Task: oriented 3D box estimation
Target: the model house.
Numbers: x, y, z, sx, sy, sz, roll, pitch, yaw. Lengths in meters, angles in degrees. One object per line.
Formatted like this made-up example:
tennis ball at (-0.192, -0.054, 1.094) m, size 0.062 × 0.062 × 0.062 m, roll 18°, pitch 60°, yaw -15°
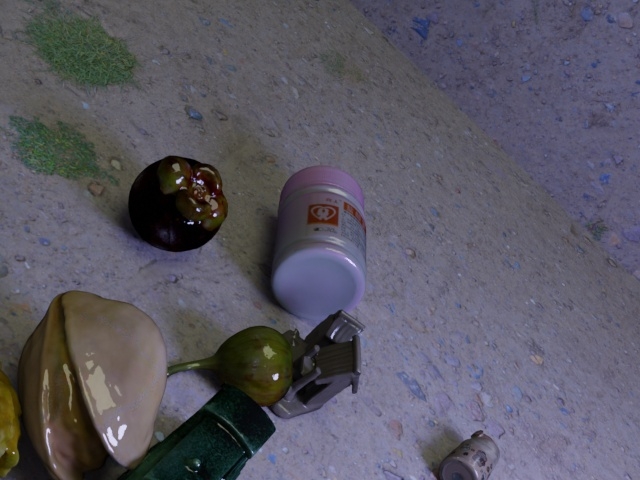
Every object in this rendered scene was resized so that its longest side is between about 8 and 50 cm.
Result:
model house at (0.006, 0.231, 1.820) m, size 0.122 × 0.188 × 0.229 m, roll 42°, pitch 29°, yaw -26°

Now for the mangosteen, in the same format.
mangosteen at (-0.277, -0.074, 1.870) m, size 0.209 × 0.210 × 0.210 m, roll 27°, pitch 34°, yaw -20°

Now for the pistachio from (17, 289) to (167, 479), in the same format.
pistachio at (-0.343, 0.212, 1.420) m, size 0.321 × 0.229 × 0.238 m, roll -105°, pitch 172°, yaw -47°

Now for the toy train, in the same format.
toy train at (-0.204, 0.350, 1.436) m, size 0.138 × 0.178 × 0.330 m, roll 43°, pitch 31°, yaw 4°

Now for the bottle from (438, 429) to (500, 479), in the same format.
bottle at (0.312, 0.451, 1.922) m, size 0.099 × 0.099 × 0.152 m, roll 48°, pitch 34°, yaw 13°

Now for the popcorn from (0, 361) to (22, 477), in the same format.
popcorn at (-0.514, 0.215, 1.269) m, size 0.233 × 0.192 × 0.266 m, roll 0°, pitch 54°, yaw -47°

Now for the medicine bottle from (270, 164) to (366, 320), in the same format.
medicine bottle at (0.000, 0.000, 2.061) m, size 0.202 × 0.202 × 0.316 m, roll 28°, pitch 34°, yaw -18°

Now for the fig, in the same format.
fig at (-0.171, 0.230, 1.709) m, size 0.245 × 0.149 × 0.149 m, roll 0°, pitch 45°, yaw -15°
